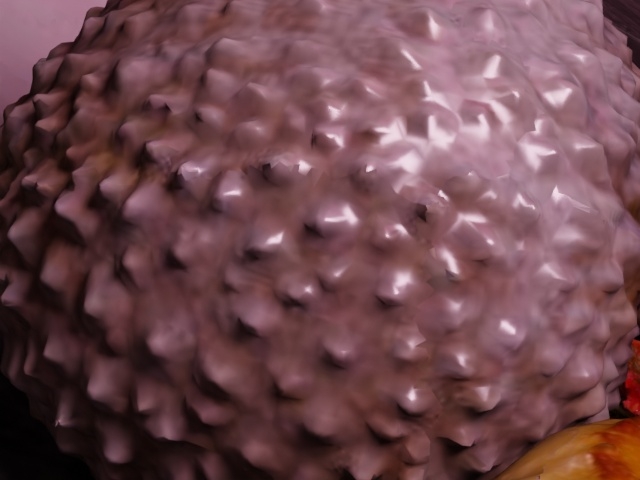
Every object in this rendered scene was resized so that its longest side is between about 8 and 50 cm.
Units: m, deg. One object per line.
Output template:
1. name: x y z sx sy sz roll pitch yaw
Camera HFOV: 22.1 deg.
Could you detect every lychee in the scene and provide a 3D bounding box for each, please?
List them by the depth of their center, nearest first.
1. lychee: 0.003 -0.004 0.659 0.300 0.300 0.300 25 21 -10

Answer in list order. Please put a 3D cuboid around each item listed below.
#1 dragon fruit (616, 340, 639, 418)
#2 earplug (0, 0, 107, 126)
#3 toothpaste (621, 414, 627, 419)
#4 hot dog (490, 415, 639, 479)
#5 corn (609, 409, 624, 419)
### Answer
1. dragon fruit: 0.209 0.034 0.944 0.172 0.166 0.160 42 61 18
2. earplug: -0.139 -0.097 0.902 0.301 0.172 0.172 26 20 -27
3. toothpaste: 0.219 0.129 0.983 0.067 0.037 0.255 11 24 -28
4. hot dog: 0.201 0.225 0.481 0.405 0.223 0.185 21 19 5
5. corn: 0.152 0.092 0.996 0.083 0.027 0.028 46 -6 33
